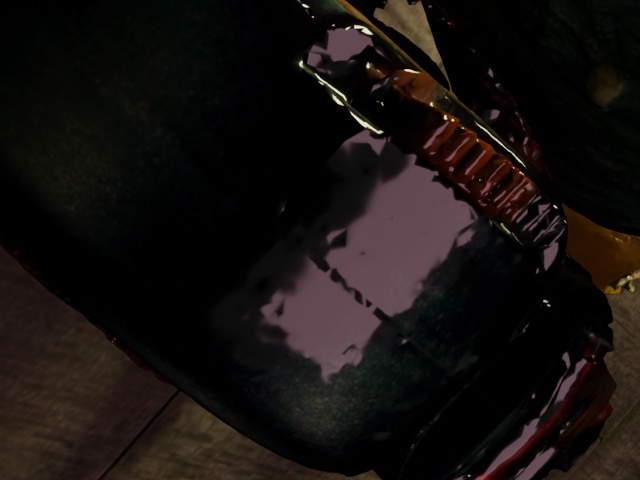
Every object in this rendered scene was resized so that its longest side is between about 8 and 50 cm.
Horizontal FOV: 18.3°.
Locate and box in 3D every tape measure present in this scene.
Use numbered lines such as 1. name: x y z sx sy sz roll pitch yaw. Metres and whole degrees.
1. tape measure: -0.023 -0.028 0.562 0.135 0.202 0.223 -47 143 2

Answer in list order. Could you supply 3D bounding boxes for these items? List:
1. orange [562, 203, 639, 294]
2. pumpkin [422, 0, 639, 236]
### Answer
1. orange: 0.163 -0.042 1.037 0.154 0.134 0.155 -38 151 -26
2. pumpkin: 0.122 -0.123 0.653 0.197 0.263 0.293 -22 179 20
